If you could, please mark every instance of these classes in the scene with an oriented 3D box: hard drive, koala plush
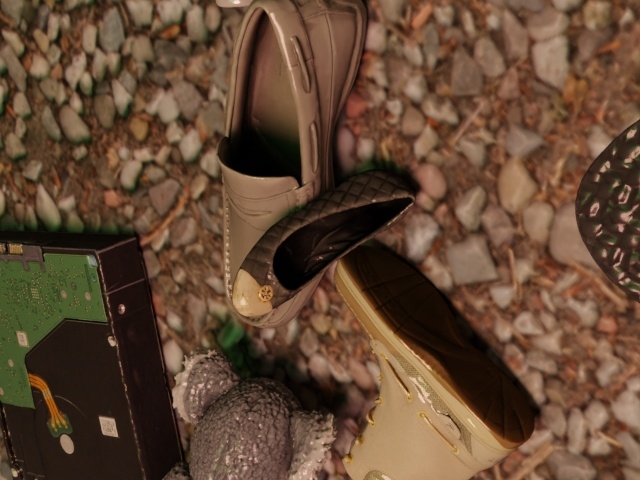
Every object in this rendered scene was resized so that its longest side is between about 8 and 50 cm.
[{"bbox_3d":[-0.258,0.158,1.360,0.237,0.064,0.338,1,107,40],"label":"hard drive"},{"bbox_3d":[-0.073,0.222,1.157,0.196,0.203,0.221,31,112,27],"label":"koala plush"}]

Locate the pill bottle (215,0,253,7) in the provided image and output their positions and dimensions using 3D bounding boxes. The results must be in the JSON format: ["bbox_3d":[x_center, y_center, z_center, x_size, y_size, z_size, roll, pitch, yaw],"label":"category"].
[{"bbox_3d":[-0.070,-0.238,1.062,0.043,0.043,0.083,9,112,38],"label":"pill bottle"}]

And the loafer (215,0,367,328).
[{"bbox_3d":[-0.043,-0.064,1.059,0.112,0.111,0.319,26,121,32],"label":"loafer"}]

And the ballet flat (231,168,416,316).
[{"bbox_3d":[0.000,0.000,1.017,0.049,0.173,0.057,31,157,55],"label":"ballet flat"}]

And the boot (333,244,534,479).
[{"bbox_3d":[0.060,0.124,1.070,0.213,0.077,0.165,49,133,15],"label":"boot"}]

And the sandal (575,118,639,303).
[{"bbox_3d":[0.371,-0.047,0.736,0.446,0.107,0.167,-15,95,30],"label":"sandal"}]
